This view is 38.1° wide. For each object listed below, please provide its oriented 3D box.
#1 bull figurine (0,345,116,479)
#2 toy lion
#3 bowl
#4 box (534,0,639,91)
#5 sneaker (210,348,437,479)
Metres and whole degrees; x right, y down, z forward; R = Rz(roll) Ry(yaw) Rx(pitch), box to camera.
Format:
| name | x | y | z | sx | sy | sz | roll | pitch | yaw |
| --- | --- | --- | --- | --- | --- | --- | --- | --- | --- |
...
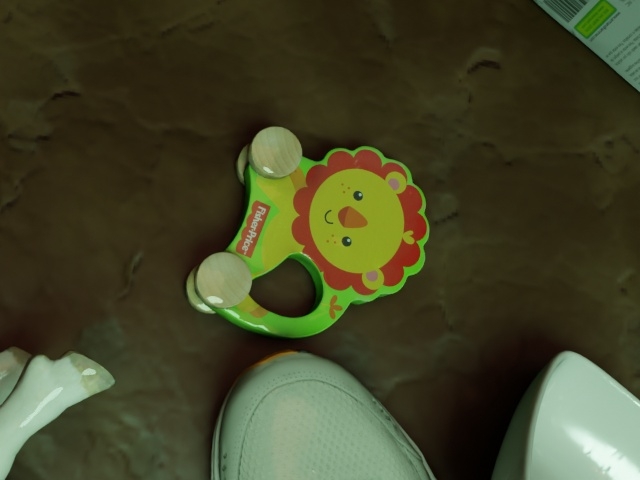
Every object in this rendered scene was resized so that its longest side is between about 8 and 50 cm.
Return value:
| name | x | y | z | sx | sy | sz | roll | pitch | yaw |
| --- | --- | --- | --- | --- | --- | --- | --- | --- | --- |
| bull figurine | -0.185 | 0.099 | 0.317 | 0.310 | 0.101 | 0.188 | 30 | 68 | -5 |
| toy lion | 0.000 | 0.000 | 0.418 | 0.096 | 0.034 | 0.100 | 25 | 72 | -12 |
| bowl | 0.121 | 0.128 | 0.371 | 0.142 | 0.053 | 0.142 | 44 | 30 | -1 |
| box | 0.215 | -0.183 | 0.463 | 0.103 | 0.114 | 0.203 | 40 | 71 | 0 |
| sneaker | 0.035 | 0.160 | 0.334 | 0.099 | 0.121 | 0.262 | -19 | 80 | -16 |
